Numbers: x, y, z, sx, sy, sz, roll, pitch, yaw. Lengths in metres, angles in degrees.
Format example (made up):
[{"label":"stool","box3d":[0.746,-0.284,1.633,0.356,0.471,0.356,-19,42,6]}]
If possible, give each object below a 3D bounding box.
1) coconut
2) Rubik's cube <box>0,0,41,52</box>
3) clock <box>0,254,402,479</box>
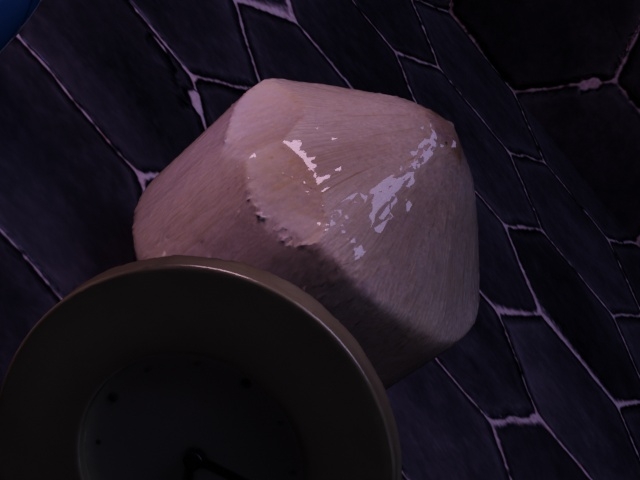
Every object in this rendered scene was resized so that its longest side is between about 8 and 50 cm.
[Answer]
[{"label":"coconut","box3d":[0.000,0.000,1.434,0.237,0.266,0.237,38,32,-30]},{"label":"Rubik's cube","box3d":[-0.261,-0.170,1.345,0.254,0.254,0.254,46,21,-23]},{"label":"clock","box3d":[-0.070,0.121,1.110,0.235,0.235,0.029,52,21,-5]}]
